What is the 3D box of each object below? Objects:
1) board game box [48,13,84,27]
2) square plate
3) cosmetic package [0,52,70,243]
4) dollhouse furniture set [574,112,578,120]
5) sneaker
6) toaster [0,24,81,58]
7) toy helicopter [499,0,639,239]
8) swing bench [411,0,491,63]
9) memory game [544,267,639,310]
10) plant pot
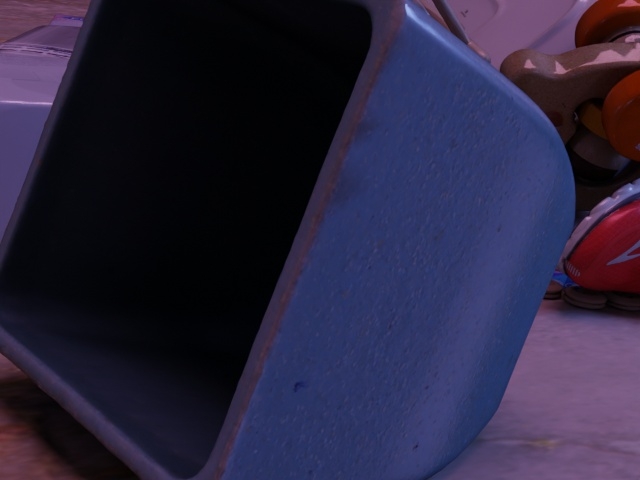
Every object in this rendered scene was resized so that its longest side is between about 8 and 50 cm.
[{"bbox_3d":[-0.269,-0.287,1.768,0.319,0.065,0.318,6,16,-11],"label":"board game box"},{"bbox_3d":[0.160,-0.233,1.260,0.049,0.344,0.347,43,16,-35],"label":"square plate"},{"bbox_3d":[-0.222,-0.069,0.926,0.224,0.138,0.225,1,19,-24],"label":"cosmetic package"},{"bbox_3d":[0.400,-0.184,1.778,0.355,0.173,0.303,44,32,23],"label":"dollhouse furniture set"},{"bbox_3d":[0.334,0.019,0.962,0.279,0.107,0.118,1,39,-25],"label":"sneaker"},{"bbox_3d":[-0.273,-0.162,1.238,0.227,0.129,0.146,13,19,7],"label":"toaster"},{"bbox_3d":[0.170,-0.067,1.024,0.355,0.235,0.140,-11,45,7],"label":"toy helicopter"},{"bbox_3d":[-0.005,-0.208,1.200,0.253,0.165,0.254,-37,32,-1],"label":"swing bench"},{"bbox_3d":[0.232,0.027,1.048,0.186,0.012,0.186,7,17,-2],"label":"memory game"},{"bbox_3d":[0.000,0.000,0.650,0.252,0.247,0.247,18,5,-44],"label":"plant pot"}]
